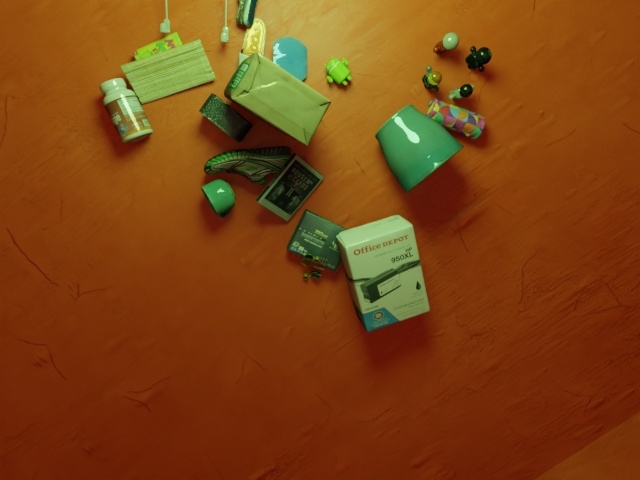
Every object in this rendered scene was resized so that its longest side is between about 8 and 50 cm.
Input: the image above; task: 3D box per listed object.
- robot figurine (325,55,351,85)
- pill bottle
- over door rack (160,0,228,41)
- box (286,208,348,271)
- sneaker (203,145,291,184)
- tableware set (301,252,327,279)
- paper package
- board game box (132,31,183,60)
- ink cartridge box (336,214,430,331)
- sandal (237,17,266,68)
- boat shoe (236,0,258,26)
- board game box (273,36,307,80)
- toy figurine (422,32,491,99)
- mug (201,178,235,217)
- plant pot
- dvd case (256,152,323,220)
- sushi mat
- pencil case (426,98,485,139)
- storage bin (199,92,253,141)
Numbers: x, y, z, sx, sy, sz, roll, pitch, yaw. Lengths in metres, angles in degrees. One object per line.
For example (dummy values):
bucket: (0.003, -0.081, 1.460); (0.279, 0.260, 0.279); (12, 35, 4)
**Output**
robot figurine: (0.068, -0.647, 1.609); (0.115, 0.067, 0.101); (44, 110, -11)
pill bottle: (-0.732, -0.485, 1.577); (0.121, 0.121, 0.216); (-23, 103, 2)
over door rack: (-0.442, -0.892, 1.504); (0.239, 0.108, 0.325); (5, 104, -5)
box: (0.000, 0.000, 1.759); (0.232, 0.059, 0.184); (26, 100, -10)
sneaker: (-0.283, -0.284, 1.641); (0.343, 0.134, 0.147); (-5, 104, -2)
tableware set: (-0.037, 0.115, 1.762); (0.103, 0.024, 0.154); (20, 136, -3)
paper package: (-0.161, -0.491, 1.466); (0.309, 0.325, 0.168); (26, 100, -24)
board game box: (-0.595, -0.694, 1.575); (0.181, 0.043, 0.092); (-23, 103, 3)
ink cartridge box: (0.255, 0.132, 1.718); (0.285, 0.166, 0.395); (-18, 110, -5)
sandal: (-0.260, -0.696, 1.575); (0.101, 0.076, 0.266); (7, 103, -4)
boat shoe: (-0.270, -0.881, 1.536); (0.066, 0.066, 0.183); (13, 89, 15)
board game box: (-0.119, -0.684, 1.606); (0.133, 0.033, 0.169); (-2, 99, -19)
toy figurine: (0.509, -0.650, 1.590); (0.212, 0.148, 0.210); (22, 101, -8)
mug: (-0.398, -0.173, 1.673); (0.097, 0.158, 0.130); (-31, 85, -14)
plant pot: (0.353, -0.362, 1.605); (0.271, 0.271, 0.255); (-39, 87, 6)
dvd case: (-0.119, -0.208, 1.675); (0.239, 0.030, 0.179); (-49, 135, 8)
sushi mat: (-0.562, -0.624, 1.564); (0.316, 0.019, 0.152); (-16, 134, 5)
pencil case: (0.527, -0.478, 1.660); (0.236, 0.104, 0.105); (18, 101, -5)
storage bin: (-0.356, -0.465, 1.600); (0.180, 0.122, 0.084); (37, 99, -10)
